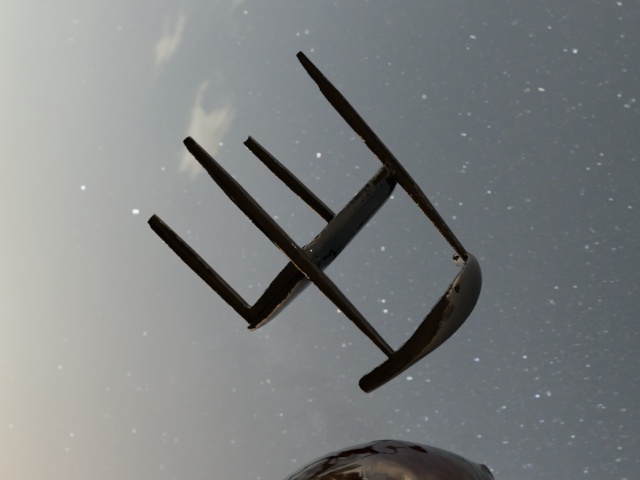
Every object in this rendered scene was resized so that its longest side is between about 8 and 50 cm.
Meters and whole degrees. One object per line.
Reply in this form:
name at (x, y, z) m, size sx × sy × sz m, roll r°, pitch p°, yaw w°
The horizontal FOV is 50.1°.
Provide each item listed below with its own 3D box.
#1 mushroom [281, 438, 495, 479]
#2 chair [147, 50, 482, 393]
mushroom at (0.014, 0.252, 0.371) m, size 0.254 × 0.267 × 0.267 m, roll -101°, pitch -150°, yaw -58°
chair at (0.000, 0.000, 0.648) m, size 0.272 × 0.188 × 0.166 m, roll 44°, pitch -35°, yaw 0°
